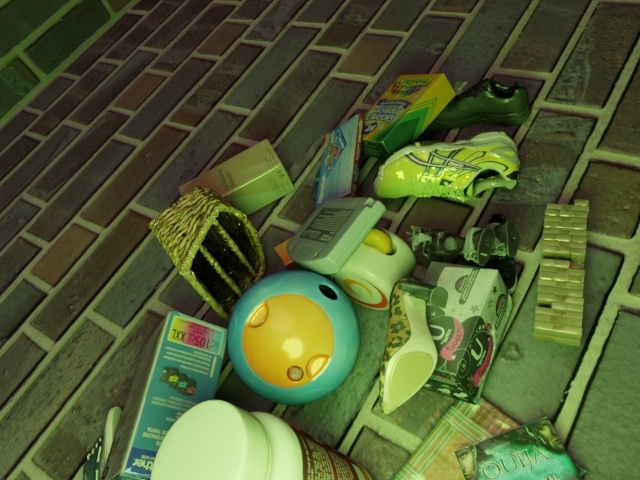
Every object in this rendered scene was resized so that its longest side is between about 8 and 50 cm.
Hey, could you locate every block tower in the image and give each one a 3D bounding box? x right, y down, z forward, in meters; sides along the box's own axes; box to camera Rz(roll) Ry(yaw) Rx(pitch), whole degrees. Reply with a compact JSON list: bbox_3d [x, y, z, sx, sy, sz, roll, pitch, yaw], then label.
[{"bbox_3d":[0.526,0.066,1.156,0.097,0.091,0.335,6,57,24],"label":"block tower"}]

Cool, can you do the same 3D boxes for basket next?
[{"bbox_3d":[-0.246,0.034,1.345,0.213,0.299,0.223,-38,49,-11],"label":"basket"}]

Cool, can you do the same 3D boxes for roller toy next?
[{"bbox_3d":[0.120,0.057,1.251,0.191,0.209,0.146,-3,49,50],"label":"roller toy"}]

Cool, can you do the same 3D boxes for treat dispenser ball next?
[{"bbox_3d":[-0.057,0.208,1.148,0.288,0.288,0.288,-11,52,14],"label":"treat dispenser ball"}]

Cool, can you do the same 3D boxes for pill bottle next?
[{"bbox_3d":[-0.080,0.430,0.903,0.224,0.392,0.224,-22,45,24],"label":"pill bottle"}]

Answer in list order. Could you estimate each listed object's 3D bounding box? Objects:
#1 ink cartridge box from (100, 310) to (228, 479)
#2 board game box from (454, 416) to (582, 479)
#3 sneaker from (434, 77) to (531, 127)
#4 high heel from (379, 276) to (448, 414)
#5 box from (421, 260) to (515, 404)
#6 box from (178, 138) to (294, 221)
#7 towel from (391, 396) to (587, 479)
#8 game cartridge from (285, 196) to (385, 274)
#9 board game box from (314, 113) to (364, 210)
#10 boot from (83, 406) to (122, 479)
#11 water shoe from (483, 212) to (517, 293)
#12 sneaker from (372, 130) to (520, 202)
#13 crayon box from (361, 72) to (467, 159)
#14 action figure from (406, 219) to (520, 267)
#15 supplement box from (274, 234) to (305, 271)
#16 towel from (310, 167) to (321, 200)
[{"bbox_3d":[-0.342,0.390,1.132,0.270,0.151,0.395,-44,30,50],"label":"ink cartridge box"},{"bbox_3d":[0.356,0.413,0.963,0.186,0.026,0.126,-22,50,3],"label":"board game box"},{"bbox_3d":[0.447,-0.401,1.507,0.286,0.130,0.109,0,57,22],"label":"sneaker"},{"bbox_3d":[0.155,0.199,1.048,0.261,0.093,0.186,-66,15,-4],"label":"high heel"},{"bbox_3d":[0.279,0.185,1.108,0.163,0.142,0.247,6,57,42],"label":"box"},{"bbox_3d":[-0.254,-0.158,1.603,0.311,0.121,0.148,-30,51,-2],"label":"box"},{"bbox_3d":[0.270,0.488,0.977,0.271,0.040,0.370,32,71,35],"label":"towel"},{"bbox_3d":[0.020,-0.014,1.238,0.198,0.062,0.297,-55,19,-8],"label":"game cartridge"},{"bbox_3d":[0.056,-0.218,1.502,0.145,0.027,0.281,-22,49,42],"label":"board game box"},{"bbox_3d":[-0.517,0.496,1.255,0.086,0.069,0.190,-17,53,5],"label":"boot"},{"bbox_3d":[0.412,0.029,1.234,0.073,0.080,0.203,-8,53,16],"label":"water shoe"},{"bbox_3d":[0.325,-0.174,1.378,0.385,0.145,0.147,-14,51,13],"label":"sneaker"},{"bbox_3d":[0.243,-0.380,1.540,0.323,0.083,0.203,-48,31,-10],"label":"crayon box"},{"bbox_3d":[0.308,0.011,1.196,0.185,0.285,0.099,3,86,-20],"label":"action figure"},{"bbox_3d":[0.000,0.000,1.419,0.233,0.080,0.078,-33,52,-2],"label":"supplement box"},{"bbox_3d":[0.011,-0.170,1.569,0.067,0.029,0.119,-1,55,21],"label":"towel"}]
